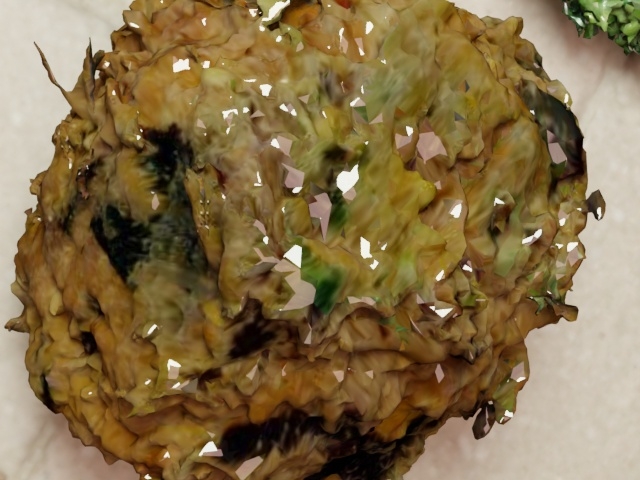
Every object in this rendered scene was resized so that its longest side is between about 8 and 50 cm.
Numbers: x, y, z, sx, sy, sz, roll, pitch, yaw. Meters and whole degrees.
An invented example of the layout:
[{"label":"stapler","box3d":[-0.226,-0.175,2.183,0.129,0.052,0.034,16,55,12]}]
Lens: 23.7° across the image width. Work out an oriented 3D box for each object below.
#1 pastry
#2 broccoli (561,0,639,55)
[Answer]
[{"label":"pastry","box3d":[0.000,0.000,0.661,0.274,0.193,0.275,-1,94,-17]},{"label":"broccoli","box3d":[0.193,-0.163,0.706,0.194,0.194,0.220,-32,98,-12]}]
